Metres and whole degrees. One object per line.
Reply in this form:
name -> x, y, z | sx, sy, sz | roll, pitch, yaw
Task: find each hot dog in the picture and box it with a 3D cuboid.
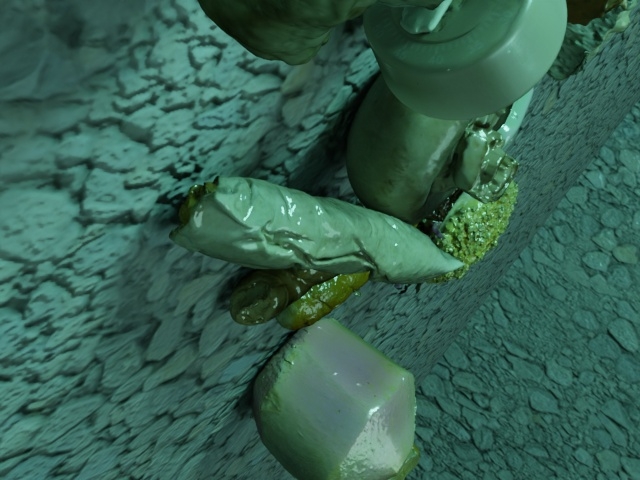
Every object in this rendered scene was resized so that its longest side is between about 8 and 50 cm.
hot dog -> 0.046, 0.027, 1.347 | 0.286, 0.061, 0.088 | -44, 151, -30

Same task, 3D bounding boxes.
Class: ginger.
ginger -> 0.020, 0.004, 1.174 | 0.333, 0.081, 0.148 | -27, 156, -53

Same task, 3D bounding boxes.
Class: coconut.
coconut -> 0.029, 0.264, 1.472 | 0.233, 0.245, 0.233 | -47, 167, -15

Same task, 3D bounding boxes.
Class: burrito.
burrito -> 0.000, 0.000, 0.959 | 0.392, 0.117, 0.076 | 12, 75, -51

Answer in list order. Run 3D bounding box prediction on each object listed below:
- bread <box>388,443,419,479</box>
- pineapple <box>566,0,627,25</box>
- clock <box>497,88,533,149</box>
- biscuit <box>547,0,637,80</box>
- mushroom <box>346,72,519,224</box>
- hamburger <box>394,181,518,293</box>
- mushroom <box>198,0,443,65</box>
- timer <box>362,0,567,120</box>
bread -> 0.073, 0.354, 1.823 | 0.111, 0.239, 0.246 | -43, 161, -9
pineapple -> 0.317, -0.371, 1.104 | 0.279, 0.157, 0.158 | -55, 169, -33
clock -> 0.198, -0.140, 1.311 | 0.191, 0.062, 0.151 | -44, -168, 45
biscuit -> 0.409, -0.355, 1.331 | 0.179, 0.084, 0.281 | -42, 162, -33
mushroom -> 0.132, -0.113, 1.055 | 0.226, 0.178, 0.226 | -57, 168, -19
hamburger -> 0.207, -0.026, 1.522 | 0.262, 0.138, 0.243 | -57, 164, 17
mushroom -> -0.011, -0.192, 0.496 | 0.164, 0.189, 0.267 | -37, -161, 28
timer -> 0.080, -0.227, 0.772 | 0.175, 0.175, 0.266 | -52, 148, 1
